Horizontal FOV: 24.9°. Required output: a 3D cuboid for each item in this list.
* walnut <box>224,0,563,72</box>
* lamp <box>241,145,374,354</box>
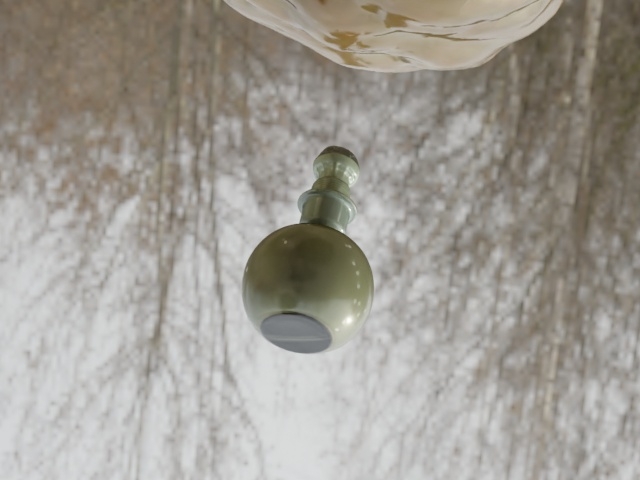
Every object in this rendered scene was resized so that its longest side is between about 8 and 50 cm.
[{"bbox_3d":[0.048,-0.245,0.860,0.285,0.296,0.285,10,-145,-7],"label":"walnut"},{"bbox_3d":[0.000,0.000,1.014,0.091,0.091,0.163,8,-128,9],"label":"lamp"}]
